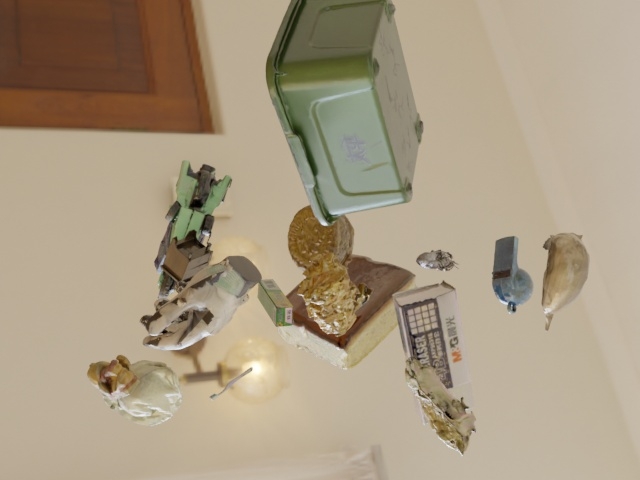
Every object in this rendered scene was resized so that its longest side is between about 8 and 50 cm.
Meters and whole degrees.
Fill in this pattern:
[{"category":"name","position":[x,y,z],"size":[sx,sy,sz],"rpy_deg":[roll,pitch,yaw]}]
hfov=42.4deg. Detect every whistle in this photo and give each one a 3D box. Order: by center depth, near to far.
[{"category":"whistle","position":[0.401,0.078,1.711],"size":[0.090,0.090,0.158],"rpy_deg":[140,-36,-62]}]

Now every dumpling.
[{"category":"dumpling","position":[-0.384,0.346,1.836],"size":[0.181,0.111,0.155],"rpy_deg":[0,-55,43]}]

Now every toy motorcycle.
[{"category":"toy motorcycle","position":[-0.318,-0.020,1.951],"size":[0.196,0.125,0.331],"rpy_deg":[-168,-83,-80]}]

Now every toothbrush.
[{"category":"toothbrush","position":[-0.190,0.309,1.785],"size":[0.013,0.131,0.011],"rpy_deg":[21,-54,34]}]

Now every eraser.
[{"category":"eraser","position":[0.243,0.240,1.762],"size":[0.086,0.130,0.287],"rpy_deg":[-128,-157,-71]}]

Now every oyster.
[{"category":"oyster","position":[0.222,0.313,1.576],"size":[0.209,0.132,0.072],"rpy_deg":[46,-72,21]}]

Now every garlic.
[{"category":"garlic","position":[0.366,0.053,1.229],"size":[0.066,0.084,0.152],"rpy_deg":[5,-115,31]}]

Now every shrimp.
[{"category":"shrimp","position":[0.302,0.051,2.085],"size":[0.065,0.165,0.057],"rpy_deg":[-19,-105,49]}]

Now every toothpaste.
[{"category":"toothpaste","position":[-0.095,0.127,1.707],"size":[0.178,0.037,0.043],"rpy_deg":[-136,-136,-67]}]

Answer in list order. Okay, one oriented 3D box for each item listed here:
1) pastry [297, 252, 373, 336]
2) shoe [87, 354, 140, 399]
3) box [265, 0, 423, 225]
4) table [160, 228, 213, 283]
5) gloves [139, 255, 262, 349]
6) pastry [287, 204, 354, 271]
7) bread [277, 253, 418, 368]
[{"category":"pastry","position":[0.033,0.129,1.955],"size":[0.102,0.154,0.250],"rpy_deg":[32,-14,31]},{"category":"shoe","position":[-0.359,0.235,1.435],"size":[0.069,0.072,0.109],"rpy_deg":[53,-20,-20]},{"category":"box","position":[0.052,-0.211,1.301],"size":[0.329,0.177,0.253],"rpy_deg":[70,23,-43]},{"category":"table","position":[-0.286,0.035,1.789],"size":[0.070,0.083,0.082],"rpy_deg":[38,-56,20]},{"category":"gloves","position":[-0.195,0.110,1.310],"size":[0.212,0.111,0.127],"rpy_deg":[-46,-166,15]},{"category":"pastry","position":[0.000,0.000,2.187],"size":[0.188,0.103,0.189],"rpy_deg":[-2,-93,38]},{"category":"bread","position":[0.068,0.191,2.357],"size":[0.323,0.333,0.143],"rpy_deg":[15,-44,43]}]
